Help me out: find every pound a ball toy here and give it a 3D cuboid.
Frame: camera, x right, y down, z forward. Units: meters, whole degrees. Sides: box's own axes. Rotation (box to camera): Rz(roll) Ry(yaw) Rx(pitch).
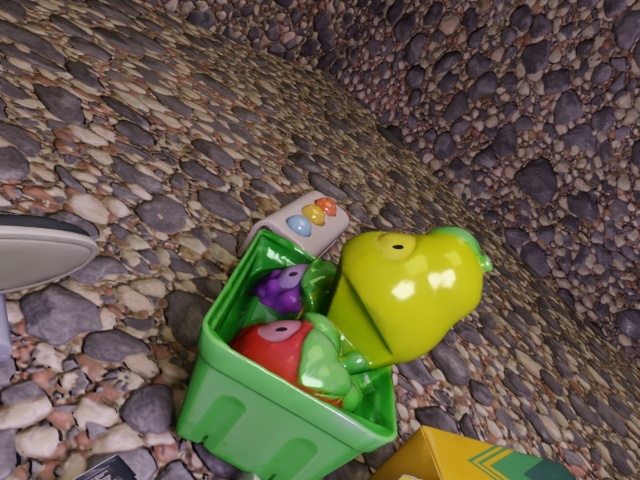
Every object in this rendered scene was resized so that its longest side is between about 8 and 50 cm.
[{"bbox_3d":[0.000,0.000,1.141,0.208,0.135,0.319,38,26,6],"label":"pound a ball toy"}]

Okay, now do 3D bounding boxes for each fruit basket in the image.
[{"bbox_3d":[0.020,0.091,0.711,0.283,0.392,0.392,32,26,-7],"label":"fruit basket"}]

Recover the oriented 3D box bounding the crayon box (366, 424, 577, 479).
[{"bbox_3d":[0.161,0.343,0.675,0.319,0.202,0.081,24,28,-25],"label":"crayon box"}]

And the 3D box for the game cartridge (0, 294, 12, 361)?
[{"bbox_3d":[-0.493,0.048,0.556,0.294,0.060,0.196,9,33,-44],"label":"game cartridge"}]

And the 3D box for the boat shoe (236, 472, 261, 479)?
[{"bbox_3d":[-0.097,0.338,0.531,0.081,0.079,0.227,52,23,-10],"label":"boat shoe"}]

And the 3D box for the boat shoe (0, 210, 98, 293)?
[{"bbox_3d":[-0.408,-0.008,0.549,0.340,0.127,0.113,-8,60,-43],"label":"boat shoe"}]

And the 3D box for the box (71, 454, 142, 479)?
[{"bbox_3d":[-0.202,0.287,0.407,0.175,0.051,0.220,29,30,29],"label":"box"}]
